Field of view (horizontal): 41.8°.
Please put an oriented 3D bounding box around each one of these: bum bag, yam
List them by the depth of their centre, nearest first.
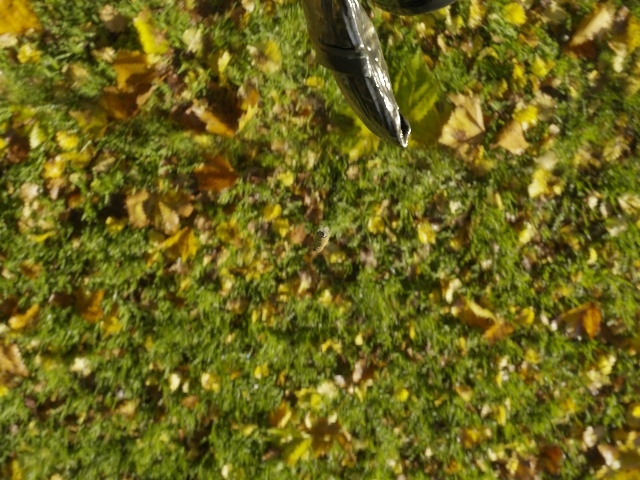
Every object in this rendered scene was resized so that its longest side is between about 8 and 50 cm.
[{"bbox_3d":[0.029,-0.210,0.906,0.102,0.069,0.248,15,138,43],"label":"bum bag"},{"bbox_3d":[0.000,0.000,1.909,0.032,0.145,0.032,2,76,-7],"label":"yam"}]

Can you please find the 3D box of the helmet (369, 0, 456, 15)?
[{"bbox_3d":[0.099,-0.416,1.031,0.160,0.279,0.230,25,98,-50],"label":"helmet"}]
